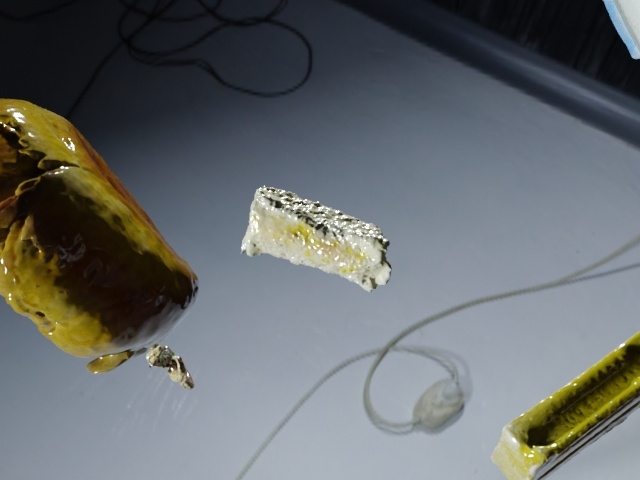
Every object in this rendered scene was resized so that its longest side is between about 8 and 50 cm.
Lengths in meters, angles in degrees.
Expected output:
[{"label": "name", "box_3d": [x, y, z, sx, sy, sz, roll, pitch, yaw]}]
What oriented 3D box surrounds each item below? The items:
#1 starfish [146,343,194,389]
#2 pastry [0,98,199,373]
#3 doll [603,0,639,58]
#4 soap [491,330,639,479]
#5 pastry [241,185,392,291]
[{"label": "starfish", "box_3d": [-0.283, 0.222, 1.642, 0.053, 0.209, 0.150, -35, 103, -12]}, {"label": "pastry", "box_3d": [-0.280, -0.006, 1.011, 0.164, 0.356, 0.356, -40, 67, -1]}, {"label": "doll", "box_3d": [0.169, -0.126, 0.372, 0.237, 0.111, 0.252, -40, 105, -44]}, {"label": "soap", "box_3d": [0.440, 0.292, 1.522, 0.315, 0.199, 0.091, -31, 63, -13]}, {"label": "pastry", "box_3d": [-0.001, -0.005, 1.433, 0.258, 0.121, 0.089, 15, 42, 15]}]
